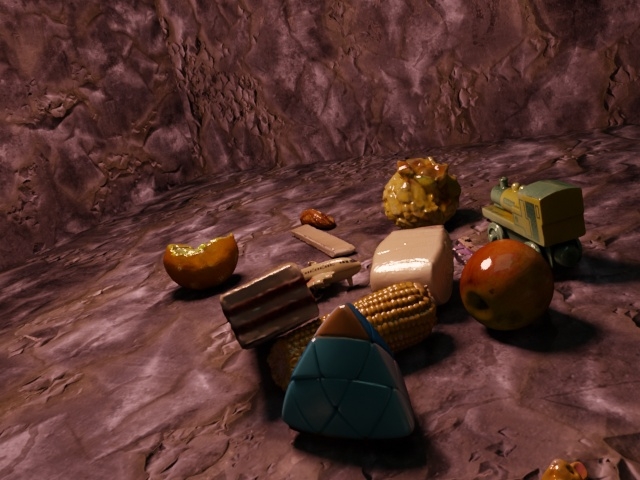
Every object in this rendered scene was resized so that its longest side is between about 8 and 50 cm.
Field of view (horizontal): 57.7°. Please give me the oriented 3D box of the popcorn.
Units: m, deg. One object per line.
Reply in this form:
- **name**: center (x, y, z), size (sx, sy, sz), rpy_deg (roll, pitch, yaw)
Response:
- **popcorn**: center (0.337, -0.148, 1.947), size (0.224, 0.270, 0.258), rpy_deg (16, 77, 61)

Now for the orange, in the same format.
- **orange**: center (-0.370, 0.072, 1.824), size (0.237, 0.158, 0.179), rpy_deg (-10, -20, -11)

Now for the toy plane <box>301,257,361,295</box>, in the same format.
- **toy plane**: center (-0.002, 0.100, 1.636), size (0.244, 0.092, 0.229), rpy_deg (-6, 17, 14)

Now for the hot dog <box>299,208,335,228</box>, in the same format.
- **hot dog**: center (-0.011, -0.080, 2.216), size (0.147, 0.065, 0.099), rpy_deg (4, -12, 46)

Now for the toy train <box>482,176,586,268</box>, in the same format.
- **toy train**: center (0.541, -0.057, 1.518), size (0.150, 0.237, 0.369), rpy_deg (-16, 18, -6)

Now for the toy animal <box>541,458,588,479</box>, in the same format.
- **toy animal**: center (0.315, 0.333, 0.773), size (0.083, 0.070, 0.159), rpy_deg (-1, 16, 36)

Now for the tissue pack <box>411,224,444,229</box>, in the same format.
- **tissue pack**: center (0.326, 0.004, 1.758), size (0.108, 0.060, 0.148), rpy_deg (-9, 17, 14)

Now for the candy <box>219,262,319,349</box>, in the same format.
- **candy**: center (-0.105, 0.146, 1.289), size (0.179, 0.135, 0.321), rpy_deg (-26, -8, -4)

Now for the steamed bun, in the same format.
- **steamed bun**: center (0.233, 0.077, 1.449), size (0.200, 0.155, 0.250), rpy_deg (-7, 25, 26)

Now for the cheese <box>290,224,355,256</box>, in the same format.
- **cheese**: center (0.001, -0.003, 2.035), size (0.085, 0.034, 0.400), rpy_deg (-19, 19, -19)

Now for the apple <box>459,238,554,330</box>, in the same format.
- **apple**: center (0.391, 0.098, 1.234), size (0.196, 0.196, 0.196), rpy_deg (-11, 18, 4)

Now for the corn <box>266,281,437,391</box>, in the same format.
- **corn**: center (0.078, 0.197, 1.216), size (0.387, 0.144, 0.144), rpy_deg (-19, 19, -21)

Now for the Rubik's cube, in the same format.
- **Rubik's cube**: center (0.070, 0.229, 0.995), size (0.254, 0.254, 0.254), rpy_deg (-11, 18, 4)

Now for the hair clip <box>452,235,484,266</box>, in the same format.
- **hair clip**: center (0.426, 0.039, 1.574), size (0.106, 0.085, 0.292), rpy_deg (-18, 13, -2)
